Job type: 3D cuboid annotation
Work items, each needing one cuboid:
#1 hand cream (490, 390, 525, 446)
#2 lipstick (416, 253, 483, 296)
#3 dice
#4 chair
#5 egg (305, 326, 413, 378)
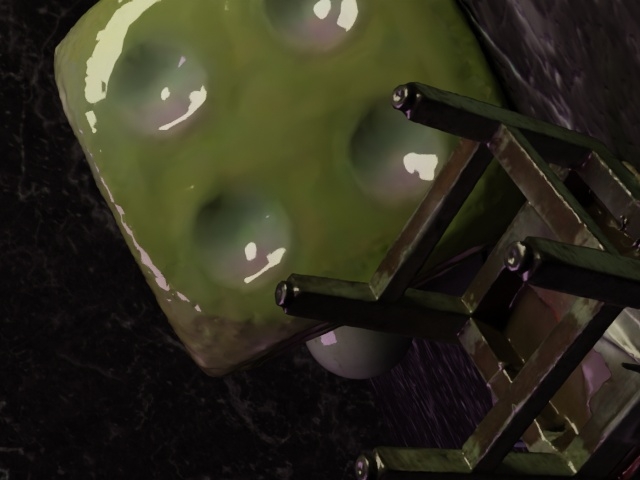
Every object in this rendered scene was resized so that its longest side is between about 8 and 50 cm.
[{"bbox_3d":[0.167,0.118,1.079,0.065,0.043,0.171,52,164,43],"label":"hand cream"},{"bbox_3d":[0.028,-0.106,1.148,0.076,0.079,0.371,73,170,-61],"label":"lipstick"},{"bbox_3d":[-0.022,-0.064,0.866,0.252,0.249,0.254,64,176,5],"label":"dice"},{"bbox_3d":[0.135,0.041,0.612,0.270,0.147,0.136,14,-149,-32],"label":"chair"},{"bbox_3d":[0.050,0.107,1.646,0.149,0.149,0.192,63,178,9],"label":"egg"}]
